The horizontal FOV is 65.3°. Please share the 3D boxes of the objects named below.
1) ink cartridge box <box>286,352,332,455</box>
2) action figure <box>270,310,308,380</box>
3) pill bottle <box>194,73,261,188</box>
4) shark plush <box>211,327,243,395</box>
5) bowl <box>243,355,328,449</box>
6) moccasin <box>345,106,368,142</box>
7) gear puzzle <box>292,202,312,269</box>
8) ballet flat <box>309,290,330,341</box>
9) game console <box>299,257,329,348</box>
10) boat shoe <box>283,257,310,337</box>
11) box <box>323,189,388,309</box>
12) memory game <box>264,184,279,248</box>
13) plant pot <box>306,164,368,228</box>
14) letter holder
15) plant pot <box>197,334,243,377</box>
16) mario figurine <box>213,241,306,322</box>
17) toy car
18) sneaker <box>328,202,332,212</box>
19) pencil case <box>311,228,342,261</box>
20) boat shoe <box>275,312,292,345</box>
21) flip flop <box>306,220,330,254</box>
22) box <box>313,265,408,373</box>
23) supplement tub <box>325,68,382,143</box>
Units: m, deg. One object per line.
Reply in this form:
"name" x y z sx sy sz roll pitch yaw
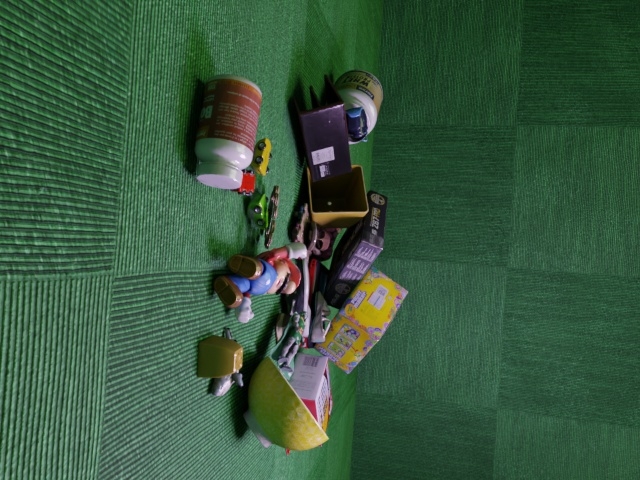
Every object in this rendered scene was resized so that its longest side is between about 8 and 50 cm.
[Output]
"ink cartridge box" -0.050 0.642 1.922 0.271 0.130 0.309 -69 159 -49
"action figure" -0.083 0.307 1.584 0.232 0.064 0.137 -69 147 -50
"pill bottle" -0.196 -0.223 1.043 0.121 0.121 0.215 50 45 -72
"shark plush" -0.228 0.297 1.221 0.067 0.073 0.161 21 76 -45
"bowl" -0.125 0.491 1.420 0.156 0.289 0.289 -36 150 -12
"moccasin" 0.112 -0.419 1.871 0.342 0.138 0.116 -57 134 -78
"gear puzzle" -0.066 0.021 1.876 0.338 0.044 0.175 82 16 -51
"ballet flat" 0.005 0.278 1.813 0.072 0.068 0.213 90 7 -47
"game console" -0.015 0.266 2.037 0.386 0.060 0.341 52 49 -76
"boat shoe" -0.083 0.202 1.723 0.114 0.091 0.302 -78 169 -72
"box" 0.138 0.041 1.999 0.318 0.097 0.394 -78 -167 -46
"memory game" -0.138 -0.066 1.414 0.186 0.012 0.186 -172 -90 -78
"plant pot" 0.052 -0.152 1.925 0.187 0.213 0.212 103 -17 -62
"letter holder" -0.003 -0.400 1.768 0.301 0.152 0.214 78 -6 -50
"plant pot" -0.225 0.269 1.146 0.081 0.084 0.081 -11 105 -76
"mario figurine" -0.128 0.103 1.290 0.320 0.198 0.169 -3 75 -72
"toy car" -0.176 -0.128 1.311 0.239 0.053 0.224 -68 159 -51
"sneaker" 0.045 -0.136 2.258 0.075 0.057 0.161 -64 158 -72
"pencil case" 0.028 0.001 2.137 0.209 0.098 0.095 -70 159 -49
"boat shoe" -0.107 0.350 1.705 0.080 0.074 0.223 -57 147 -61
"flip flop" 0.000 0.000 1.874 0.277 0.080 0.112 59 37 -74
"box" 0.155 0.308 1.932 0.290 0.177 0.279 -48 170 -45
"supplement tub" 0.142 -0.580 2.166 0.316 0.229 0.228 -72 161 -47
